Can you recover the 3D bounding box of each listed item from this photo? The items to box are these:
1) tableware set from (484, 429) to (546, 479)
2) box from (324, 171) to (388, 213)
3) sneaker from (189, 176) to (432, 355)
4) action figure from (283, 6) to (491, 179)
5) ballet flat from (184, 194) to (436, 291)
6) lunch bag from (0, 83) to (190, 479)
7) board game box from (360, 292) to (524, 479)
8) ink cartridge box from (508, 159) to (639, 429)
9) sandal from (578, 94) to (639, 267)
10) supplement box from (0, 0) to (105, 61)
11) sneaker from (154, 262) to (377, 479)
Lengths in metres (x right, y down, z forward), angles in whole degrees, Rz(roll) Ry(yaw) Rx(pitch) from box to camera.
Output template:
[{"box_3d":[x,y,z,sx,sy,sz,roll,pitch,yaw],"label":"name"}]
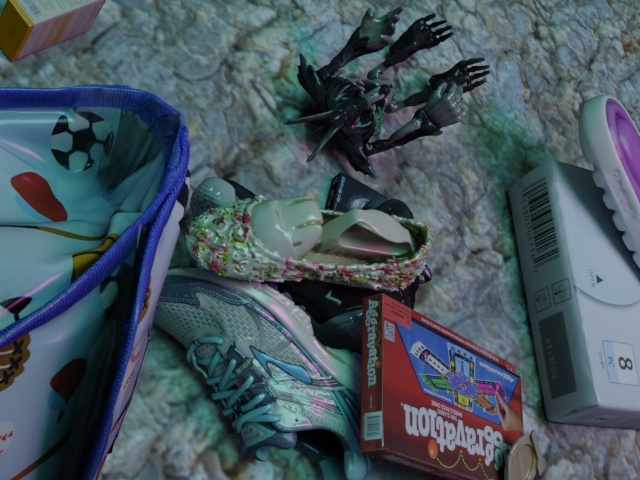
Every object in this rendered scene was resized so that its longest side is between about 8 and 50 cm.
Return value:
[{"box_3d":[0.185,0.280,0.994,0.169,0.020,0.141,-25,116,-43],"label":"tableware set"},{"box_3d":[0.037,-0.026,1.089,0.067,0.018,0.083,29,54,-20],"label":"box"},{"box_3d":[0.000,0.000,0.988,0.268,0.101,0.153,42,58,-18],"label":"sneaker"},{"box_3d":[0.081,-0.181,1.123,0.164,0.141,0.276,54,46,-2],"label":"action figure"},{"box_3d":[0.000,-0.006,0.877,0.241,0.077,0.091,5,56,-34],"label":"ballet flat"},{"box_3d":[-0.246,0.097,0.602,0.239,0.327,0.385,39,44,16],"label":"lunch bag"},{"box_3d":[0.129,0.163,0.980,0.281,0.027,0.145,29,55,-47],"label":"board game box"},{"box_3d":[0.427,0.083,1.261,0.385,0.091,0.308,10,62,-30],"label":"ink cartridge box"},{"box_3d":[0.451,-0.007,1.214,0.416,0.102,0.169,49,40,-22],"label":"sandal"},{"box_3d":[-0.259,-0.217,0.951,0.036,0.062,0.098,53,48,1],"label":"supplement box"},{"box_3d":[-0.048,0.126,0.895,0.283,0.110,0.122,34,55,-17],"label":"sneaker"}]
